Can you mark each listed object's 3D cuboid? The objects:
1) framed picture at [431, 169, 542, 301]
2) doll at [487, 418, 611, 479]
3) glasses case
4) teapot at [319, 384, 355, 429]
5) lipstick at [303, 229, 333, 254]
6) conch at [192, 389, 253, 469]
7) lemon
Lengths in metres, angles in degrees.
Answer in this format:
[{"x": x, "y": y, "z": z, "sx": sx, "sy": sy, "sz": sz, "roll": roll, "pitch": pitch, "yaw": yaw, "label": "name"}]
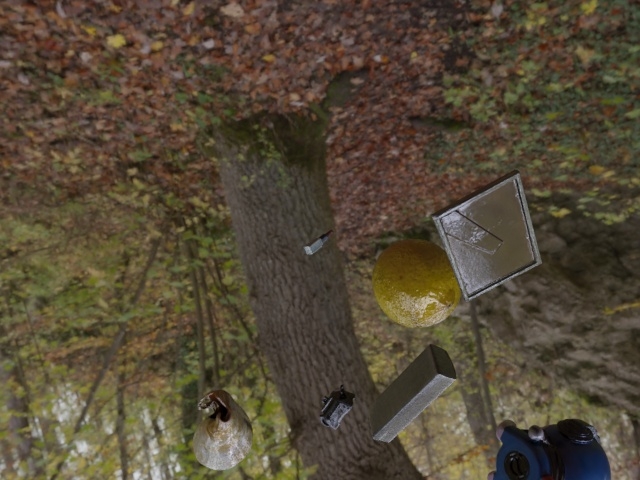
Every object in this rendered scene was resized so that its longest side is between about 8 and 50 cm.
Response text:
[{"x": 0.424, "y": -0.001, "z": 1.488, "sx": 0.231, "sy": 0.315, "sz": 0.024, "roll": -27, "pitch": -143, "yaw": 1, "label": "framed picture"}, {"x": 0.628, "y": 0.610, "z": 1.596, "sx": 0.309, "sy": 0.284, "sz": 0.240, "roll": 15, "pitch": -172, "yaw": -32, "label": "doll"}, {"x": 0.162, "y": 0.281, "z": 1.077, "sx": 0.047, "sy": 0.071, "sz": 0.205, "roll": 21, "pitch": 123, "yaw": -22, "label": "glasses case"}, {"x": 0.050, "y": 0.593, "z": 2.133, "sx": 0.177, "sy": 0.096, "sz": 0.087, "roll": -59, "pitch": 178, "yaw": 18, "label": "teapot"}, {"x": 0.000, "y": 0.000, "z": 1.599, "sx": 0.025, "sy": 0.025, "sz": 0.107, "roll": -3, "pitch": -152, "yaw": 49, "label": "lipstick"}, {"x": -0.195, "y": 0.397, "z": 1.262, "sx": 0.127, "sy": 0.158, "sz": 0.255, "roll": 8, "pitch": 151, "yaw": -18, "label": "conch"}, {"x": 0.293, "y": 0.130, "z": 1.818, "sx": 0.292, "sy": 0.293, "sz": 0.293, "roll": -17, "pitch": 178, "yaw": -1, "label": "lemon"}]
